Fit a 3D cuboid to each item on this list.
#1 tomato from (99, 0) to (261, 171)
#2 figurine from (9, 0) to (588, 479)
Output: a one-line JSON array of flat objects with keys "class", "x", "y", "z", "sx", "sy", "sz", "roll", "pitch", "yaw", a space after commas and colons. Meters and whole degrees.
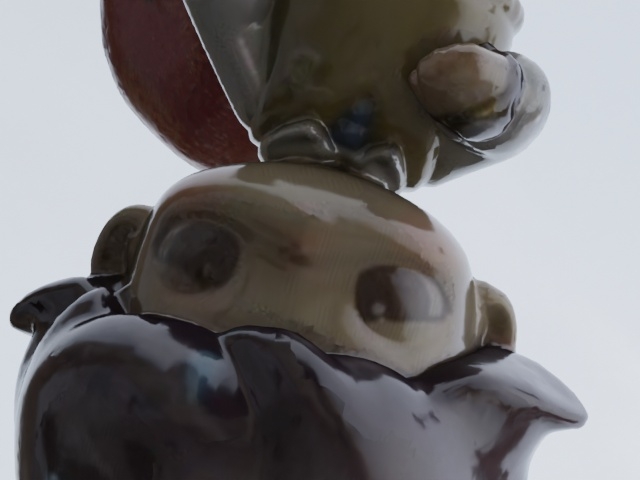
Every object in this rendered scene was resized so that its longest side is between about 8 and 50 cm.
[{"class": "tomato", "x": -0.082, "y": -0.201, "z": 1.498, "sx": 0.338, "sy": 0.143, "sz": 0.338, "roll": 7, "pitch": -81, "yaw": 57}, {"class": "figurine", "x": 0.008, "y": -0.002, "z": 0.755, "sx": 0.206, "sy": 0.218, "sz": 0.365, "roll": -136, "pitch": -117, "yaw": -70}]
